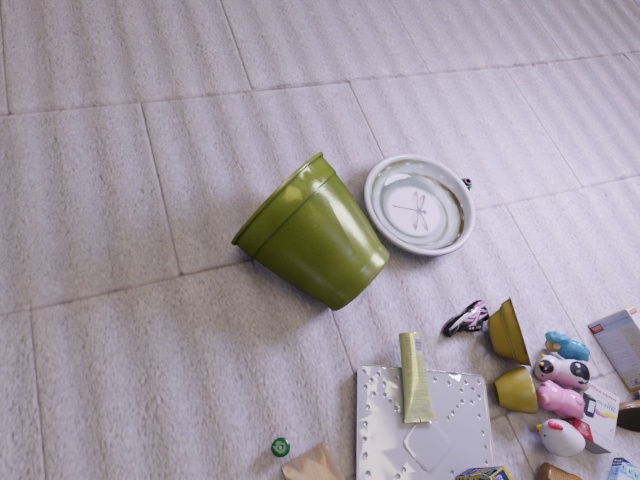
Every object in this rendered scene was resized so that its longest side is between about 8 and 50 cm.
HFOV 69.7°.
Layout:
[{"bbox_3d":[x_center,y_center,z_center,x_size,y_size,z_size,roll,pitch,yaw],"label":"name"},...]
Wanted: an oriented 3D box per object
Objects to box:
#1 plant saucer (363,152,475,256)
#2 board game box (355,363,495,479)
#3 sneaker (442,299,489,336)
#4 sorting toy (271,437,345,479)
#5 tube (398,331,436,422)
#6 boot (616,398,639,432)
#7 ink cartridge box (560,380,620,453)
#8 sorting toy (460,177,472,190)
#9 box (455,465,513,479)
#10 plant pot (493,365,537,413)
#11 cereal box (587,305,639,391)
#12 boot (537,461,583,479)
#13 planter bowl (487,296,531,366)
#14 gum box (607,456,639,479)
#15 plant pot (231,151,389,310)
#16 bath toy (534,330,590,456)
[{"bbox_3d":[0.328,-0.112,1.580,0.399,0.101,0.401,6,61,-11],"label":"plant saucer"},{"bbox_3d":[0.280,0.553,1.249,0.389,0.050,0.391,8,62,-10],"label":"board game box"},{"bbox_3d":[0.468,0.258,1.441,0.178,0.072,0.077,-29,83,-19],"label":"sneaker"},{"bbox_3d":[-0.012,0.608,1.151,0.132,0.046,0.275,-22,69,-23],"label":"sorting toy"},{"bbox_3d":[0.260,0.378,1.278,0.070,0.062,0.241,-16,66,27],"label":"tube"},{"bbox_3d":[1.034,0.519,1.442,0.304,0.113,0.115,1,33,-9],"label":"boot"},{"bbox_3d":[0.807,0.523,1.379,0.127,0.072,0.175,29,61,4],"label":"ink cartridge box"},{"bbox_3d":[0.535,-0.207,1.713,0.101,0.042,0.061,-27,72,-25],"label":"sorting toy"},{"bbox_3d":[0.404,0.597,1.130,0.054,0.169,0.059,-20,69,-23],"label":"box"},{"bbox_3d":[0.562,0.441,1.344,0.095,0.134,0.134,-10,63,9],"label":"plant pot"},{"bbox_3d":[0.990,0.345,1.460,0.047,0.173,0.240,-15,68,-20],"label":"cereal box"},{"bbox_3d":[0.658,0.763,1.201,0.211,0.104,0.295,31,56,4],"label":"boot"},{"bbox_3d":[0.568,0.288,1.409,0.090,0.217,0.217,-17,62,19],"label":"planter bowl"},{"bbox_3d":[0.889,0.746,1.301,0.156,0.041,0.184,36,60,7],"label":"gum box"},{"bbox_3d":[0.000,0.000,1.325,0.353,0.366,0.366,44,61,-2],"label":"plant pot"},{"bbox_3d":[0.697,0.444,1.346,0.129,0.151,0.348,48,50,-27],"label":"bath toy"}]
